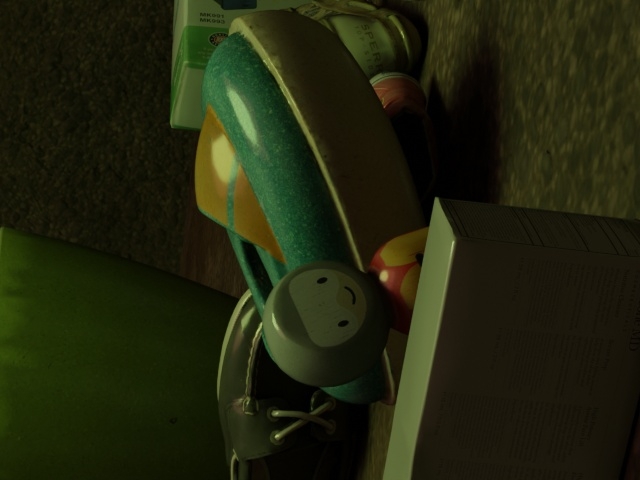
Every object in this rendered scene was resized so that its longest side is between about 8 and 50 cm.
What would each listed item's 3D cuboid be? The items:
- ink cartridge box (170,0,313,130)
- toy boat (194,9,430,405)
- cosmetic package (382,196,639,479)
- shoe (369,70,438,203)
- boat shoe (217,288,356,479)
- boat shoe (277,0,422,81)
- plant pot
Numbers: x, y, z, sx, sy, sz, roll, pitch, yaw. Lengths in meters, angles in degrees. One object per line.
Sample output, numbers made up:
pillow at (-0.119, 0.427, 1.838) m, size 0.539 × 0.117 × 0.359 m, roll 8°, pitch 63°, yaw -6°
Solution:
ink cartridge box at (-0.057, -0.201, 1.627) m, size 0.093 × 0.154 × 0.212 m, roll 106°, pitch 166°, yaw -47°
toy boat at (0.000, 0.000, 1.048) m, size 0.267 × 0.148 × 0.318 m, roll 70°, pitch 167°, yaw -18°
cosmetic package at (0.082, 0.104, 0.800) m, size 0.060 × 0.099 × 0.239 m, roll -102°, pitch 20°, yaw -68°
shoe at (0.039, -0.026, 1.228) m, size 0.081 × 0.064 × 0.178 m, roll -100°, pitch 21°, yaw -68°
boat shoe at (-0.020, 0.188, 1.367) m, size 0.095 × 0.112 × 0.335 m, roll -131°, pitch 39°, yaw -53°
boat shoe at (0.021, -0.145, 1.395) m, size 0.285 × 0.089 × 0.104 m, roll -118°, pitch 9°, yaw -77°
plant pot at (-0.147, 0.137, 1.535) m, size 0.275 × 0.294 × 0.274 m, roll -175°, pitch 90°, yaw -81°
